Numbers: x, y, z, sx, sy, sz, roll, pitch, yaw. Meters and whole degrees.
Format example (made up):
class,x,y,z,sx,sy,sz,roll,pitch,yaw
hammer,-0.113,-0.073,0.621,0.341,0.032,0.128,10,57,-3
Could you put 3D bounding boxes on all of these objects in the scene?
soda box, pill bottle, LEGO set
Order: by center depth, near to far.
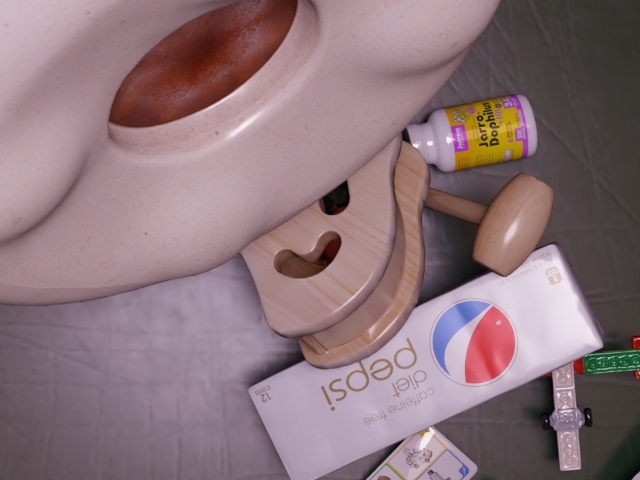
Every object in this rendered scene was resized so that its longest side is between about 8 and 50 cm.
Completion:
class,x,y,z,sx,sy,sz,roll,pitch,yaw
soda box,0.069,0.078,1.033,0.216,0.069,0.074,-26,87,10
pill bottle,0.099,-0.069,1.076,0.083,0.043,0.043,-11,91,-5
LEGO set,0.165,0.141,1.089,0.182,0.060,0.244,42,98,-4

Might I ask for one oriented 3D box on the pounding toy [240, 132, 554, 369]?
class,x,y,z,sx,sy,sz,roll,pitch,yaw
pounding toy,0.000,0.000,1.018,0.270,0.155,0.154,19,76,26

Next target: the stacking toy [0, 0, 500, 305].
class,x,y,z,sx,sy,sz,roll,pitch,yaw
stacking toy,-0.157,-0.238,0.843,0.351,0.350,0.480,-32,69,-4
